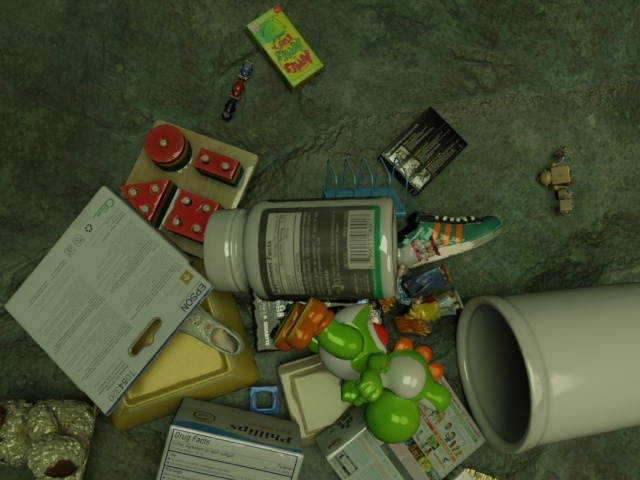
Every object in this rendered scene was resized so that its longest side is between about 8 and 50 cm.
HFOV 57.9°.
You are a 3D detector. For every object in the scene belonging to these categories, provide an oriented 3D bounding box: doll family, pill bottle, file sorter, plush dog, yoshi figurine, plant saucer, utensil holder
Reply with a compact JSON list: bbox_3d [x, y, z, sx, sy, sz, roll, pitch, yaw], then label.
[{"bbox_3d":[0.211,0.119,1.264,0.163,0.118,0.262,-24,124,10],"label":"doll family"},{"bbox_3d":[-0.032,0.017,1.151,0.362,0.204,0.204,-1,84,11],"label":"pill bottle"},{"bbox_3d":[0.102,-0.123,1.307,0.171,0.118,0.104,-3,125,-9],"label":"file sorter"},{"bbox_3d":[-0.567,0.374,1.140,0.226,0.262,0.210,13,53,-14],"label":"plush dog"},{"bbox_3d":[0.078,0.271,1.120,0.362,0.203,0.203,31,120,-9],"label":"yoshi figurine"},{"bbox_3d":[-0.334,0.209,1.248,0.333,0.081,0.332,-18,88,-10],"label":"plant saucer"},{"bbox_3d":[0.540,0.261,1.251,0.386,0.327,0.327,-5,85,-12],"label":"utensil holder"}]

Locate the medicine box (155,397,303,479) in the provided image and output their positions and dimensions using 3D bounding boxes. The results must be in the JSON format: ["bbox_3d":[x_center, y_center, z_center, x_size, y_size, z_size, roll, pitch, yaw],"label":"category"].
[{"bbox_3d":[-0.199,0.503,1.174,0.264,0.149,0.289,15,94,-6],"label":"medicine box"}]

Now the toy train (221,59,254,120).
[{"bbox_3d":[-0.193,-0.354,1.349,0.027,0.036,0.158,22,81,-5],"label":"toy train"}]

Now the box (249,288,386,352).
[{"bbox_3d":[-0.014,0.092,1.309,0.294,0.073,0.295,-6,84,-9],"label":"box"}]

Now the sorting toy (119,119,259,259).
[{"bbox_3d":[-0.303,-0.120,1.253,0.256,0.089,0.256,21,81,8],"label":"sorting toy"}]

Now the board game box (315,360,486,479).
[{"bbox_3d":[0.177,0.437,1.266,0.303,0.097,0.224,-36,105,-9],"label":"board game box"}]

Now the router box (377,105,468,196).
[{"bbox_3d":[0.247,-0.215,1.393,0.179,0.046,0.133,-44,91,-10],"label":"router box"}]

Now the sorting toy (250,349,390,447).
[{"bbox_3d":[0.014,0.346,1.302,0.348,0.047,0.195,-15,91,-9],"label":"sorting toy"}]

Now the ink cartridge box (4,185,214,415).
[{"bbox_3d":[-0.415,0.114,1.153,0.330,0.071,0.324,40,90,14],"label":"ink cartridge box"}]

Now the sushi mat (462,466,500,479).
[{"bbox_3d":[0.308,0.680,1.321,0.152,0.019,0.316,21,81,-4],"label":"sushi mat"}]

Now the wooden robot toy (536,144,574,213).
[{"bbox_3d":[0.582,-0.149,1.438,0.079,0.076,0.173,-6,84,27],"label":"wooden robot toy"}]

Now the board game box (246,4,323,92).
[{"bbox_3d":[-0.085,-0.454,1.372,0.092,0.043,0.181,-38,90,-10],"label":"board game box"}]

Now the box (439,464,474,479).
[{"bbox_3d":[0.291,0.556,1.271,0.101,0.102,0.087,-38,88,-11],"label":"box"}]

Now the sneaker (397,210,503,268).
[{"bbox_3d":[0.275,-0.022,1.346,0.303,0.108,0.120,-18,91,-8],"label":"sneaker"}]

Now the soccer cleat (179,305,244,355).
[{"bbox_3d":[-0.242,0.175,1.185,0.196,0.076,0.068,30,80,-4],"label":"soccer cleat"}]
